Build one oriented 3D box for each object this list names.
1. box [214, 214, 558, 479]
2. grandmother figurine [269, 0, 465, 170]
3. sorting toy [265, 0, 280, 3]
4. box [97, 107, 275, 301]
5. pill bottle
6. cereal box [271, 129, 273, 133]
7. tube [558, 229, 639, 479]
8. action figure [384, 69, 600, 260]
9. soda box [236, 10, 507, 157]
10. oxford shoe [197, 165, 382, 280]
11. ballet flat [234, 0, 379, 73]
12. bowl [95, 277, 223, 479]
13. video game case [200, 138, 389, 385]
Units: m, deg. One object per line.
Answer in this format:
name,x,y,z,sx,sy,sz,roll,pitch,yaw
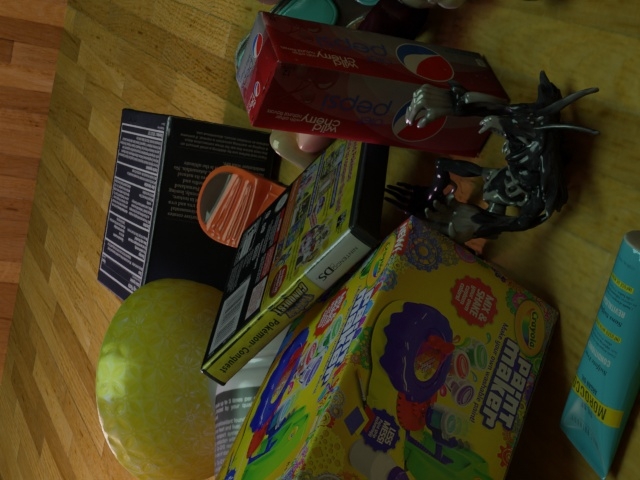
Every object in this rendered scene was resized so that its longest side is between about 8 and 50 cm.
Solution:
box,0.046,0.183,1.127,0.279,0.177,0.290,-44,16,53
grandmother figurine,0.058,-0.219,1.353,0.342,0.104,0.208,-51,11,41
sorting toy,-0.003,-0.371,1.431,0.229,0.041,0.307,-48,2,9
box,-0.216,-0.044,1.866,0.296,0.183,0.294,-159,78,-66
pill bottle,-0.049,0.245,1.457,0.161,0.161,0.283,148,125,-59
cereal box,-0.003,-0.251,1.625,0.240,0.047,0.173,-40,49,56
tube,0.250,0.094,1.002,0.080,0.052,0.207,-116,34,-60
action figure,0.149,-0.064,1.146,0.275,0.141,0.164,131,143,-54
soda box,0.052,-0.156,1.224,0.092,0.263,0.083,-110,35,-43
oxford shoe,0.000,0.000,1.488,0.364,0.133,0.130,33,104,43
ballet flat,0.034,-0.306,1.449,0.348,0.123,0.123,-40,44,25
bowl,-0.146,0.191,1.613,0.156,0.289,0.289,-4,78,35
video game case,-0.020,-0.003,1.288,0.248,0.035,0.275,-44,18,28
